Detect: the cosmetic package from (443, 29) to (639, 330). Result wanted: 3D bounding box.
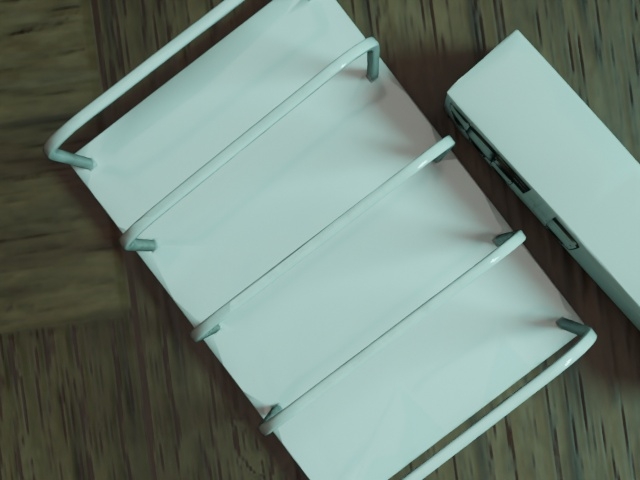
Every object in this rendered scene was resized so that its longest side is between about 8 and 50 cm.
[{"bbox_3d":[0.171,-0.012,0.941,0.060,0.099,0.239,-42,87,4],"label":"cosmetic package"}]

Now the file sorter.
[{"bbox_3d":[0.000,0.000,0.911,0.193,0.173,0.278,-37,88,1],"label":"file sorter"}]
